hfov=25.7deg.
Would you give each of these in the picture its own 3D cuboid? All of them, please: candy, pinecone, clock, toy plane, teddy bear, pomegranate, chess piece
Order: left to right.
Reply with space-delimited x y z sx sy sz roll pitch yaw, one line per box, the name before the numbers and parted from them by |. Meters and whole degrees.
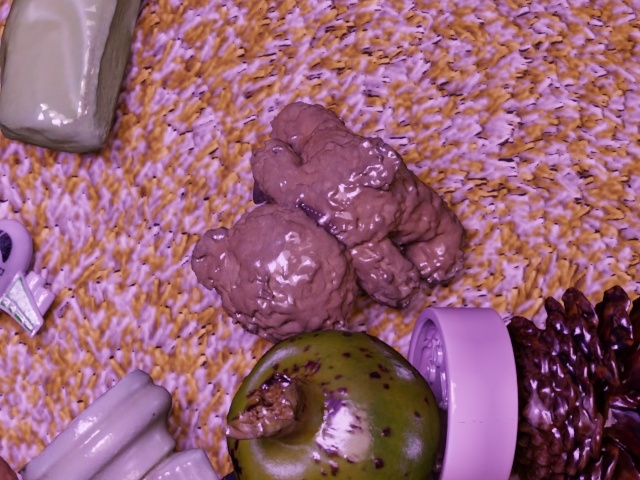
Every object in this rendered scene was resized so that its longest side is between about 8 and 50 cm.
toy plane | -0.371 0.051 1.502 0.174 0.080 0.174 0 74 -1
candy | -0.269 -0.266 1.552 0.142 0.132 0.343 13 76 -13
chess piece | -0.144 0.287 1.411 0.176 0.176 0.298 -44 86 -10
teddy bear | 0.000 0.000 1.480 0.267 0.156 0.256 39 81 7
pomegranate | 0.001 0.175 1.329 0.211 0.263 0.211 -12 62 23
clock | 0.138 0.165 1.412 0.068 0.197 0.196 2 76 -9
pinecone | 0.319 0.167 1.415 0.292 0.246 0.246 4 76 -16

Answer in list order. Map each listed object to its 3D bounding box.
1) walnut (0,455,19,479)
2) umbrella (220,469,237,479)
walnut | -0.388 0.298 1.369 0.228 0.228 0.228 0 76 0
umbrella | -0.048 0.323 1.454 0.046 0.050 0.188 -38 79 13
